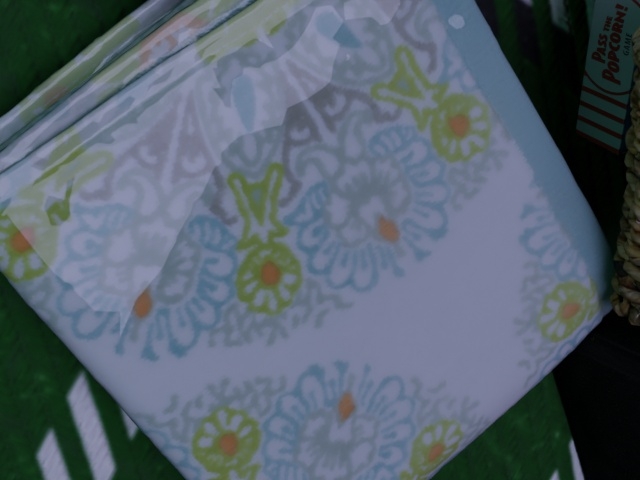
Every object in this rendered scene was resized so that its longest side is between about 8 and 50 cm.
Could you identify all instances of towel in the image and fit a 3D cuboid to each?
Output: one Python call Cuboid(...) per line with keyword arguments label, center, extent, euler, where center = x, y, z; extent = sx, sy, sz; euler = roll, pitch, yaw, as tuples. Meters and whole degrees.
Cuboid(label="towel", center=(0.000, 0.000, 0.674), extent=(0.320, 0.090, 0.374), euler=(-39, 114, -8))

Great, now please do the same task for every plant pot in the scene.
Cuboid(label="plant pot", center=(0.306, 0.117, 0.790), extent=(0.187, 0.167, 0.188), euler=(-27, 111, -16))

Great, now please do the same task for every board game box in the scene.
Cuboid(label="board game box", center=(0.271, -0.153, 0.741), extent=(0.193, 0.045, 0.147), euler=(-16, 124, -29))

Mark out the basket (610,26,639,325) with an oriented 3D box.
Cuboid(label="basket", center=(0.349, -0.062, 0.658), extent=(0.299, 0.213, 0.223), euler=(-31, 133, -29))
